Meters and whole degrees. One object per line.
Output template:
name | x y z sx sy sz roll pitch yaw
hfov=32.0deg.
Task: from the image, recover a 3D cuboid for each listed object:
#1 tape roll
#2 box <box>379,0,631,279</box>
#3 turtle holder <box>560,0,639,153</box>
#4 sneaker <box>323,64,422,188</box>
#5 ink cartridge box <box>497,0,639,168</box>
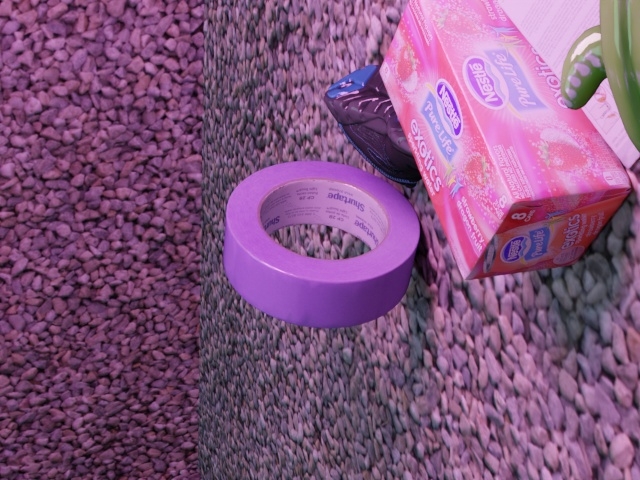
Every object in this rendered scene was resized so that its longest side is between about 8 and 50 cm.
tape roll | 0.000 0.000 1.592 0.275 0.275 0.090 -118 28 -46
box | 0.190 -0.126 1.205 0.154 0.142 0.300 113 144 -54
turtle holder | 0.327 -0.187 0.728 0.227 0.243 0.320 11 68 55
sneaker | 0.133 -0.136 1.457 0.139 0.125 0.341 61 169 -29
ink cartridge box | 0.284 -0.215 1.076 0.232 0.066 0.189 53 151 16
